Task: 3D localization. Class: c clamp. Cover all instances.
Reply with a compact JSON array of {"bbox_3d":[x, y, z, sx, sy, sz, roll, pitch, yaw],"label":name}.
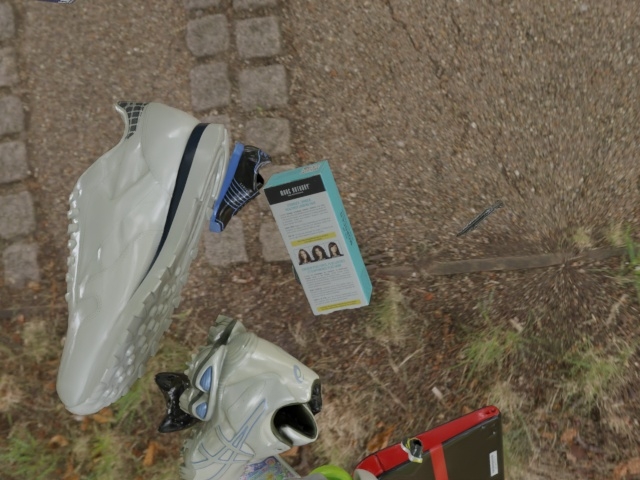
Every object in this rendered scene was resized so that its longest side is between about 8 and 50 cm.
[{"bbox_3d":[0.396,-0.056,1.616,0.022,0.137,0.161,56,143,13],"label":"c clamp"}]

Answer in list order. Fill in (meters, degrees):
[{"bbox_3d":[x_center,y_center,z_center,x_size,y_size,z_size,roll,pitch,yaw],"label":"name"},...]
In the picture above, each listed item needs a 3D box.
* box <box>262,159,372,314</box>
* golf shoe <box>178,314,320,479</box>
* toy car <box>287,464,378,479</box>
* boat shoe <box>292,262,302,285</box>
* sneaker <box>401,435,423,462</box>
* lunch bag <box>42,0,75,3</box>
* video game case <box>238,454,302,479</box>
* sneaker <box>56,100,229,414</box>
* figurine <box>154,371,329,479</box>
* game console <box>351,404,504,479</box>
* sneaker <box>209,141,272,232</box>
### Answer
[{"bbox_3d":[0.000,0.000,1.068,0.100,0.060,0.244,-13,114,18],"label":"box"},{"bbox_3d":[-0.047,0.131,0.442,0.085,0.069,0.176,19,137,8],"label":"golf shoe"},{"bbox_3d":[0.019,0.427,0.950,0.159,0.136,0.182,-2,91,-9],"label":"toy car"},{"bbox_3d":[-0.025,0.015,1.538,0.095,0.255,0.079,10,52,-9],"label":"boat shoe"},{"bbox_3d":[0.175,0.381,1.210,0.031,0.083,0.035,17,95,-13],"label":"sneaker"},{"bbox_3d":[-0.169,-0.336,0.436,0.212,0.256,0.305,22,113,-9],"label":"lunch bag"},{"bbox_3d":[-0.084,0.385,1.037,0.087,0.011,0.122,-37,117,0],"label":"video game case"},{"bbox_3d":[-0.147,0.008,0.484,0.094,0.090,0.235,19,73,0],"label":"sneaker"},{"bbox_3d":[-0.099,0.262,0.788,0.092,0.209,0.215,-40,49,47],"label":"figurine"},{"bbox_3d":[0.255,0.542,1.466,0.341,0.387,0.060,-24,43,-8],"label":"game console"},{"bbox_3d":[-0.182,-0.105,1.461,0.090,0.081,0.232,19,121,-9],"label":"sneaker"}]
